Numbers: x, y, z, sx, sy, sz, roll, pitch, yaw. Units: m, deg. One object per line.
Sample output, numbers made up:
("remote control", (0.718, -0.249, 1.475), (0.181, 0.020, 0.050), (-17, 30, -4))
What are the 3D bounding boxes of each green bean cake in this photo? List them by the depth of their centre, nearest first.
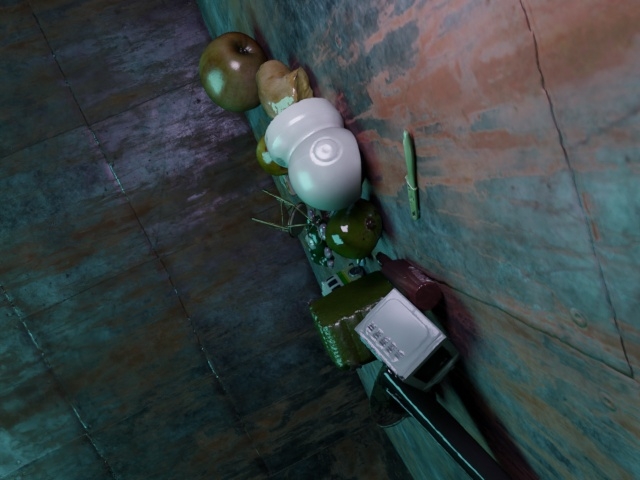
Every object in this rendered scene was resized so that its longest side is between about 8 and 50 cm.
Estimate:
("green bean cake", (0.114, 0.203, 1.198), (0.247, 0.250, 0.156), (-148, 35, -75))

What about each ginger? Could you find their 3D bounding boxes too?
("ginger", (-0.100, -0.401, 1.237), (0.138, 0.152, 0.267), (33, -169, -40))

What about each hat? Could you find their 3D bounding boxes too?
("hat", (0.260, 0.440, 1.318), (0.128, 0.265, 0.265), (35, -179, -16))

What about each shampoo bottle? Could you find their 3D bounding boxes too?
("shampoo bottle", (0.185, 0.083, 1.019), (0.236, 0.067, 0.068), (-134, 21, -70))

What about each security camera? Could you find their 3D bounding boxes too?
("security camera", (0.003, -0.176, 1.026), (0.236, 0.195, 0.194), (60, 171, 20))

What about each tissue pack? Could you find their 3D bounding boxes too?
("tissue pack", (-0.101, -0.255, 1.821), (0.148, 0.106, 0.099), (-125, 13, -57))

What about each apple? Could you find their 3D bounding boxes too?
("apple", (-0.290, -0.590, 1.594), (0.234, 0.257, 0.256), (-41, 71, 50))
("apple", (-0.151, -0.324, 1.699), (0.155, 0.183, 0.182), (52, 167, 30))

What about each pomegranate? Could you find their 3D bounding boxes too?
("pomegranate", (0.088, -0.013, 1.126), (0.131, 0.152, 0.191), (19, 155, 22))

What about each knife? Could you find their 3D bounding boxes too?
("knife", (0.158, -0.109, 0.801), (0.030, 0.014, 0.207), (56, 169, 44))

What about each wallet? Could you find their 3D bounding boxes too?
("wallet", (0.298, 0.452, 1.009), (0.406, 0.062, 0.228), (44, 168, 31))

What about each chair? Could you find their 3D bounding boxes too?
("chair", (-0.096, -0.083, 1.795), (0.326, 0.159, 0.170), (18, 176, 24))

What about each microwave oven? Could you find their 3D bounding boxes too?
("microwave oven", (0.180, 0.210, 0.929), (0.162, 0.122, 0.208), (44, 180, 33))

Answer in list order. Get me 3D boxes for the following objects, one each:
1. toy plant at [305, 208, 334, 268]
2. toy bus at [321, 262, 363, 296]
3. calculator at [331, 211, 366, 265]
("toy plant", (-0.002, -0.004, 1.877), (0.232, 0.113, 0.243), (-144, 41, -65))
("toy bus", (0.117, 0.213, 1.554), (0.276, 0.165, 0.133), (-125, 12, -58))
("calculator", (0.078, -0.061, 1.425), (0.188, 0.042, 0.302), (127, 118, -81))
